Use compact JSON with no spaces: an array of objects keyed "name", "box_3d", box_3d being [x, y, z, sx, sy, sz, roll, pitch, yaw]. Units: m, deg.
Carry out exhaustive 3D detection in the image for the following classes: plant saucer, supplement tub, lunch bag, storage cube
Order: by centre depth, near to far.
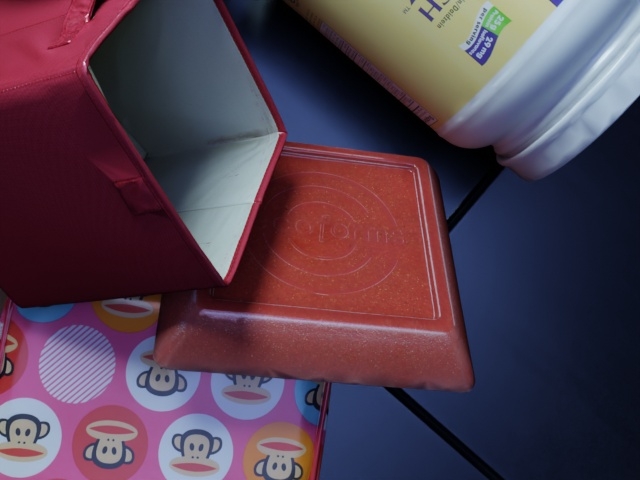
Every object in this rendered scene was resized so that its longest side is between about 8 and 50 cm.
[{"name":"storage cube","box_3d":[-0.164,-0.079,0.580,0.193,0.215,0.183,-7,43,23]},{"name":"plant saucer","box_3d":[0.000,0.000,0.679,0.258,0.047,0.259,6,47,-8]},{"name":"supplement tub","box_3d":[0.126,-0.234,0.689,0.331,0.241,0.241,40,83,-3]},{"name":"lunch bag","box_3d":[-0.139,0.160,0.690,0.293,0.120,0.258,9,85,-6]}]

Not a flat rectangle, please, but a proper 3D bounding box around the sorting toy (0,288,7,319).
[{"name":"sorting toy","box_3d":[-0.344,-0.008,0.594,0.089,0.255,0.257,11,105,17]}]
